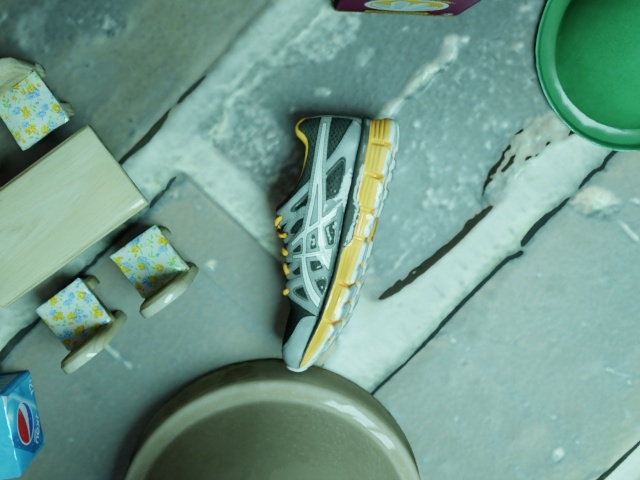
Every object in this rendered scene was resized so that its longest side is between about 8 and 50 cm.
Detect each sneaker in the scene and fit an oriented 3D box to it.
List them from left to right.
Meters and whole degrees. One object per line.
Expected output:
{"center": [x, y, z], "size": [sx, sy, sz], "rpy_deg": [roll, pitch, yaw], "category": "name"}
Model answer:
{"center": [0.000, 0.000, 0.631], "size": [0.083, 0.084, 0.214], "rpy_deg": [16, 94, 8], "category": "sneaker"}

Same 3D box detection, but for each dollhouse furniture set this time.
{"center": [-0.250, 0.015, 0.573], "size": [0.242, 0.161, 0.212], "rpy_deg": [-36, 98, 3], "category": "dollhouse furniture set"}

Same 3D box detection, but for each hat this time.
{"center": [0.275, -0.163, 0.560], "size": [0.173, 0.183, 0.208], "rpy_deg": [27, 96, -6], "category": "hat"}

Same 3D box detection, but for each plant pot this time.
{"center": [-0.035, 0.244, 0.584], "size": [0.263, 0.229, 0.262], "rpy_deg": [0, 97, -3], "category": "plant pot"}

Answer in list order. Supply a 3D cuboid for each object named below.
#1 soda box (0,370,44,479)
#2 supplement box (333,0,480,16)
{"center": [-0.344, 0.164, 0.638], "size": [0.210, 0.067, 0.071], "rpy_deg": [-8, 98, -1], "category": "soda box"}
{"center": [0.067, -0.208, 0.542], "size": [0.104, 0.188, 0.080], "rpy_deg": [1, 99, -3], "category": "supplement box"}
